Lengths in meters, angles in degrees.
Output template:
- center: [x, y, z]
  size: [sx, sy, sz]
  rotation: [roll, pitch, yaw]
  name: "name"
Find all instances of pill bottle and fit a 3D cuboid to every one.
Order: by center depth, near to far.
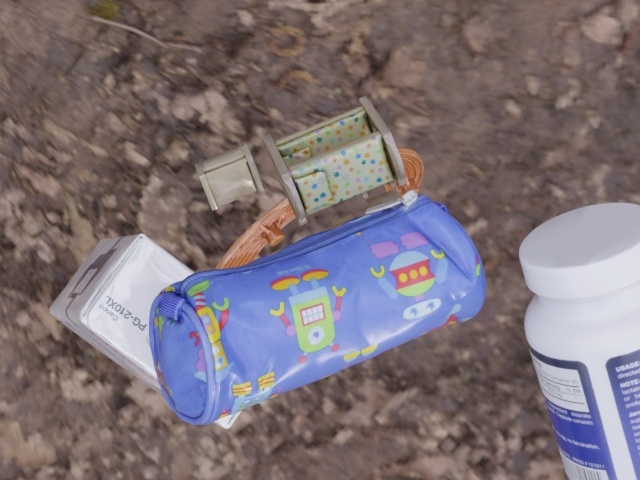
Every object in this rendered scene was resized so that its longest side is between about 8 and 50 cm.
- center: [0.272, 0.109, 1.325]
  size: [0.153, 0.153, 0.265]
  rotation: [-24, 113, -12]
  name: "pill bottle"

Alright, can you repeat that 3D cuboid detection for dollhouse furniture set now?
- center: [-0.004, -0.021, 1.417]
  size: [0.181, 0.101, 0.161]
  rotation: [-22, 121, -3]
  name: "dollhouse furniture set"

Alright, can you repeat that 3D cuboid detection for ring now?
- center: [0.000, 0.000, 1.888]
  size: [0.336, 0.336, 0.032]
  rotation: [-32, 72, -9]
  name: "ring"

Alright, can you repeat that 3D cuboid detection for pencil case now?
- center: [0.000, 0.051, 1.254]
  size: [0.306, 0.119, 0.133]
  rotation: [-20, 107, -28]
  name: "pencil case"

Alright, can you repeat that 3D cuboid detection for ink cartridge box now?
- center: [-0.154, 0.083, 1.402]
  size: [0.172, 0.237, 0.100]
  rotation: [38, 79, -13]
  name: "ink cartridge box"
